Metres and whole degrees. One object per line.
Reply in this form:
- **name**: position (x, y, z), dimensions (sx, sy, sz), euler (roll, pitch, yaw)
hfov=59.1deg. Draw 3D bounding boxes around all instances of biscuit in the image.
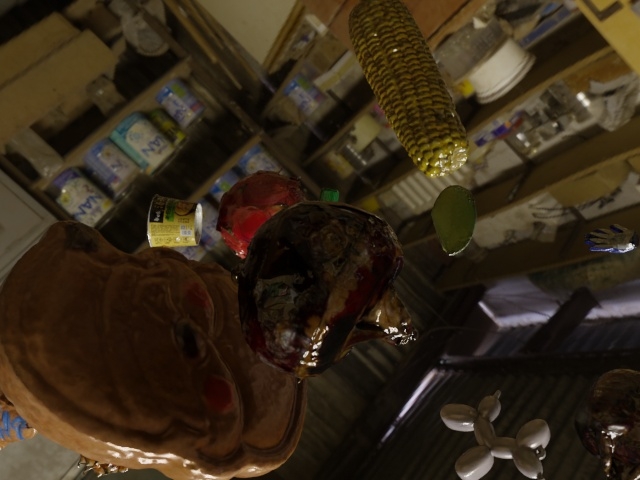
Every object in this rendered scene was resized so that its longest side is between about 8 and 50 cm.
- **biscuit**: position (-0.191, 0.147, 0.751), dimensions (0.078, 0.455, 0.350), euler (-40, -131, 29)
- **biscuit**: position (-0.611, 0.296, 0.997), dimensions (0.043, 0.280, 0.183), euler (-59, 152, -61)

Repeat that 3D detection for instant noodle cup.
- **instant noodle cup**: position (-0.383, -0.044, 1.497), dimensions (0.151, 0.122, 0.151), euler (-174, -90, -88)

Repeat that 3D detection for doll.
- **doll**: position (0.288, 0.322, 0.913), dimensions (0.160, 0.059, 0.161), euler (-22, -137, 11)

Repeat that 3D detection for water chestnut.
- **water chestnut**: position (0.010, 0.062, 0.689), dimensions (0.224, 0.238, 0.224), euler (-52, 166, -19)
- **water chestnut**: position (0.746, 0.457, 1.352), dimensions (0.244, 0.289, 0.289), euler (-28, -168, 8)

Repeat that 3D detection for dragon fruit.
- **dragon fruit**: position (-0.149, -0.064, 1.489), dimensions (0.252, 0.241, 0.241), euler (-12, -164, 9)

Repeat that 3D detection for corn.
- **corn**: position (0.141, -0.268, 0.945), dimensions (0.120, 0.363, 0.120), euler (-17, 161, -6)

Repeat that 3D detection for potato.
- **potato**: position (0.363, -0.051, 1.530), dimensions (0.119, 0.198, 0.054), euler (-6, 161, 10)

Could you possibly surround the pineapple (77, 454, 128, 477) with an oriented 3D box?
- **pineapple**: position (-0.547, 0.397, 1.283), dimensions (0.262, 0.262, 0.272), euler (-47, 148, -3)

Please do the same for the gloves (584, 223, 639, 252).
- **gloves**: position (0.507, -0.004, 0.984), dimensions (0.086, 0.026, 0.064), euler (-1, -141, 38)

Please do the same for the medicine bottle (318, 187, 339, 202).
- **medicine bottle**: position (0.000, 0.000, 1.398), dimensions (0.064, 0.095, 0.260), euler (12, -88, 53)
